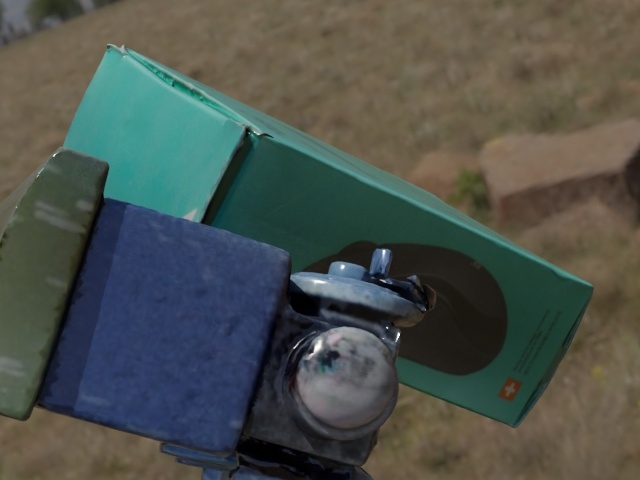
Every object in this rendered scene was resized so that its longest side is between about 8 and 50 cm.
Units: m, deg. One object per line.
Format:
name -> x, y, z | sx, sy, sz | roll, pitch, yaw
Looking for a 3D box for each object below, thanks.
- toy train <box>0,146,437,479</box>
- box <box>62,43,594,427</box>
toy train -> -0.077, 0.052, 0.775 | 0.202, 0.131, 0.300 | 17, -9, -15
box -> 0.000, 0.000, 1.075 | 0.311, 0.118, 0.205 | 24, 5, -37
